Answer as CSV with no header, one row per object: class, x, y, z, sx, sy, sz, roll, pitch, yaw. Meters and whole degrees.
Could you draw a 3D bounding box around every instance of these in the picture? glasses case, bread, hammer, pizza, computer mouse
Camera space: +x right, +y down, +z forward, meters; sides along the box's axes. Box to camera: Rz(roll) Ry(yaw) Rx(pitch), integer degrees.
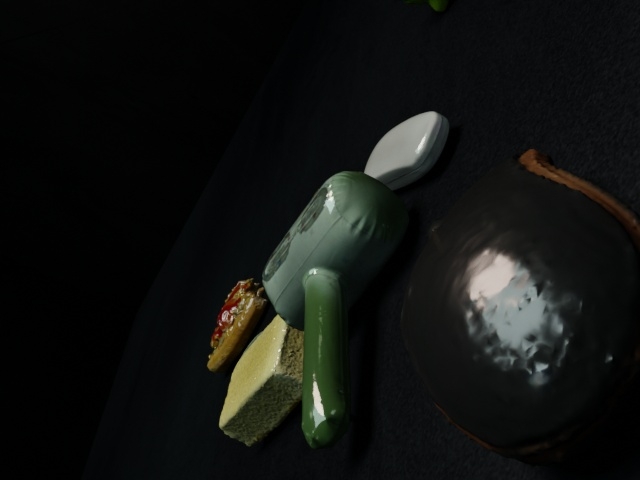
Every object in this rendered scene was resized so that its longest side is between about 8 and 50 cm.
glasses case,0.102,-0.106,1.154,0.076,0.049,0.197,-68,14,-14
bread,-0.059,0.173,1.218,0.188,0.068,0.125,-50,19,44
hammer,0.015,0.087,1.035,0.206,0.119,0.335,-55,23,37
pizza,-0.150,0.126,1.682,0.188,0.062,0.199,-56,14,24
computer mouse,0.130,0.029,0.663,0.183,0.116,0.323,-57,13,10

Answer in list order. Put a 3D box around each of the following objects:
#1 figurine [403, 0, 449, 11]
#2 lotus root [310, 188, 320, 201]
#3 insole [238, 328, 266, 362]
figurine,0.126,-0.460,1.355,0.143,0.263,0.162,-25,31,-5
lotus root,0.004,0.001,1.300,0.143,0.070,0.144,154,136,-79
insole,-0.094,0.165,1.510,0.232,0.003,0.080,-48,21,50
